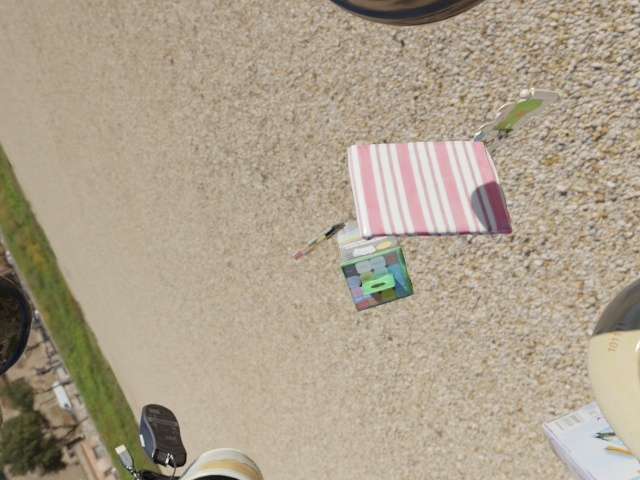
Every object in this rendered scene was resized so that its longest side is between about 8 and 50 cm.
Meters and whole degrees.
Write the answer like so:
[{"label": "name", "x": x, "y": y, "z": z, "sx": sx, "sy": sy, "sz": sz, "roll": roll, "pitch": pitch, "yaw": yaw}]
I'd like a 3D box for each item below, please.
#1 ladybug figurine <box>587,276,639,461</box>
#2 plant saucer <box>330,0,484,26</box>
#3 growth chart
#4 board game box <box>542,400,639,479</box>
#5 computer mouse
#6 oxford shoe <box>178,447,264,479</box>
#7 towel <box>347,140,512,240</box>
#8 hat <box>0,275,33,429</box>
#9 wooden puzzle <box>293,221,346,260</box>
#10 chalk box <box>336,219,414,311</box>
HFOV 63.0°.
[{"label": "ladybug figurine", "x": 0.493, "y": 0.154, "z": 0.506, "sx": 0.161, "sy": 0.305, "sz": 0.449, "roll": 28, "pitch": 173, "yaw": -23}, {"label": "plant saucer", "x": 0.045, "y": -0.284, "z": 0.336, "sx": 0.277, "sy": 0.041, "sz": 0.278, "roll": 24, "pitch": 130, "yaw": 32}, {"label": "growth chart", "x": 0.329, "y": -0.196, "z": 0.960, "sx": 0.021, "sy": 0.171, "sz": 0.237, "roll": 60, "pitch": 142, "yaw": 16}, {"label": "board game box", "x": 0.531, "y": 0.296, "z": 0.723, "sx": 0.318, "sy": 0.318, "sz": 0.066, "roll": -98, "pitch": -17, "yaw": -81}, {"label": "computer mouse", "x": -0.382, "y": 0.467, "z": 1.164, "sx": 0.060, "sy": 0.184, "sz": 0.262, "roll": -56, "pitch": 44, "yaw": 8}, {"label": "oxford shoe", "x": -0.164, "y": 0.447, "z": 0.553, "sx": 0.169, "sy": 0.450, "sz": 0.130, "roll": 18, "pitch": 150, "yaw": -3}, {"label": "towel", "x": 0.137, "y": -0.064, "z": 0.676, "sx": 0.029, "sy": 0.196, "sz": 0.144, "roll": 96, "pitch": 171, "yaw": -58}, {"label": "hat", "x": -0.423, "y": 0.191, "z": 0.548, "sx": 0.134, "sy": 0.331, "sz": 0.331, "roll": 41, "pitch": 147, "yaw": 15}, {"label": "wooden puzzle", "x": 0.000, "y": 0.000, "z": 0.525, "sx": 0.049, "sy": 0.083, "sz": 0.006, "roll": -38, "pitch": 86, "yaw": 19}, {"label": "chalk box", "x": 0.116, "y": 0.055, "z": 1.123, "sx": 0.213, "sy": 0.132, "sz": 0.132, "roll": -94, "pitch": -15, "yaw": -58}]
